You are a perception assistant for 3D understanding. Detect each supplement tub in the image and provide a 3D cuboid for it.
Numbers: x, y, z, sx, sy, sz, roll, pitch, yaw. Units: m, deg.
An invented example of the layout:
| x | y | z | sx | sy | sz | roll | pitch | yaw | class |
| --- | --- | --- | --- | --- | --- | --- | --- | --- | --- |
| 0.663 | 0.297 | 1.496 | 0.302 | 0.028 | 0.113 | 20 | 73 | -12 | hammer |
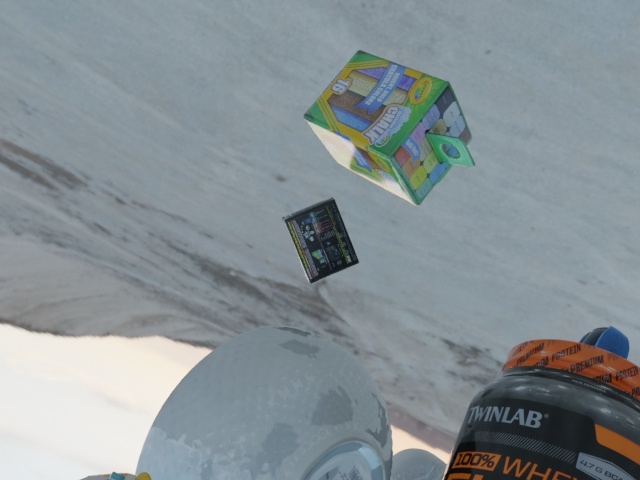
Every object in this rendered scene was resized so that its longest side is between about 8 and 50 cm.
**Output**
| x | y | z | sx | sy | sz | roll | pitch | yaw | class |
| --- | --- | --- | --- | --- | --- | --- | --- | --- | --- |
| 0.212 | 0.279 | 0.636 | 0.207 | 0.337 | 0.207 | 21 | 150 | 13 | supplement tub |

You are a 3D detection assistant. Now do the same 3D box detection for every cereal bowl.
| x | y | z | sx | sy | sz | roll | pitch | yaw | class |
| --- | --- | --- | --- | --- | --- | --- | --- | --- | --- |
| -0.031 | 0.275 | 0.747 | 0.141 | 0.338 | 0.339 | 11 | 161 | 46 | cereal bowl |

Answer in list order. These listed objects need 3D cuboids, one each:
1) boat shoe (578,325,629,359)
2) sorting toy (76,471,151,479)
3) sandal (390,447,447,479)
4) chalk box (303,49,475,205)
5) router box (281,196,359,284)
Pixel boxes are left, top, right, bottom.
| x | y | z | sx | sy | sz | roll | pitch | yaw | class |
| --- | --- | --- | --- | --- | --- | --- | --- | --- | --- |
| 0.446 | 0.267 | 1.150 | 0.109 | 0.258 | 0.089 | 44 | 167 | -3 | boat shoe |
| -0.159 | 0.204 | 0.483 | 0.075 | 0.045 | 0.083 | 32 | -151 | -57 | sorting toy |
| 0.240 | 0.470 | 0.920 | 0.416 | 0.169 | 0.102 | 56 | -173 | 24 | sandal |
| 0.110 | -0.145 | 0.904 | 0.213 | 0.132 | 0.132 | 34 | 171 | 38 | chalk box |
| 0.000 | 0.000 | 1.112 | 0.038 | 0.092 | 0.122 | -144 | 32 | -78 | router box |
